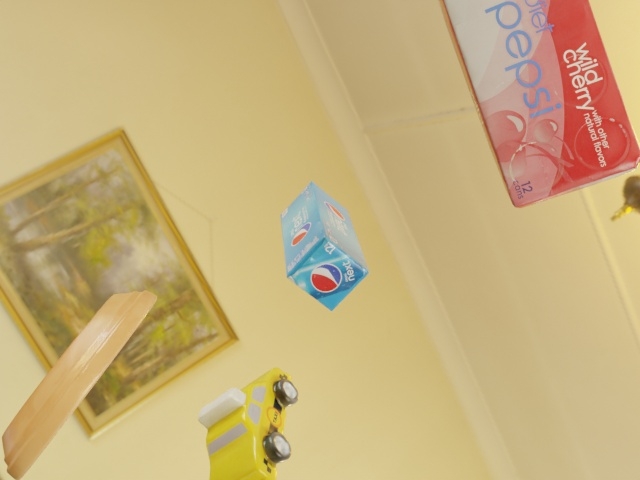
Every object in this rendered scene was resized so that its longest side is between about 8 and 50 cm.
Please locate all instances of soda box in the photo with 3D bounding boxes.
[{"bbox_3d":[0.137,-0.160,0.498,0.083,0.092,0.263,-18,89,-75],"label":"soda box"},{"bbox_3d":[0.000,0.000,0.876,0.071,0.067,0.210,39,14,-18],"label":"soda box"}]

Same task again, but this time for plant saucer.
[{"bbox_3d":[-0.225,0.123,0.648,0.037,0.200,0.200,38,-22,-9],"label":"plant saucer"}]

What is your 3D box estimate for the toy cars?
[{"bbox_3d":[-0.152,0.297,0.806,0.087,0.394,0.176,44,-25,-19],"label":"toy cars"}]
